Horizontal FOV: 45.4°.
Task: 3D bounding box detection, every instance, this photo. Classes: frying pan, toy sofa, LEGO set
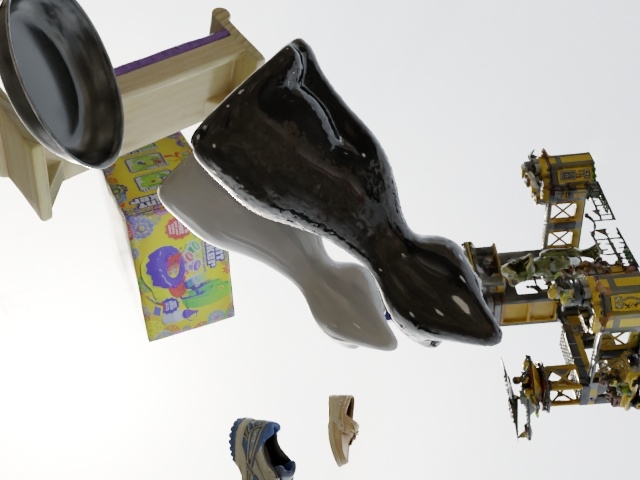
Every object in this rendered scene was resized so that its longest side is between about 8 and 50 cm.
[{"bbox_3d":[-0.270,-0.225,0.757,0.053,0.197,0.326,-15,-93,12],"label":"frying pan"},{"bbox_3d":[-0.270,-0.196,1.040,0.363,0.150,0.177,-29,-113,-30],"label":"toy sofa"},{"bbox_3d":[0.249,0.054,0.923,0.192,0.255,0.331,-5,-132,3],"label":"LEGO set"}]

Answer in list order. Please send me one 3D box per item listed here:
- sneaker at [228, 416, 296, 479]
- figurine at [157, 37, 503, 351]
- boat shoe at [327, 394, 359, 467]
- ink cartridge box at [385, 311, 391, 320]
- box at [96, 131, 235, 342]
[{"bbox_3d":[-0.053,0.245,0.773,0.058,0.052,0.135,-13,-92,25],"label":"sneaker"},{"bbox_3d":[0.000,0.000,0.520,0.092,0.209,0.215,-47,-172,-21],"label":"figurine"},{"bbox_3d":[0.049,0.375,1.539,0.059,0.063,0.170,-14,-141,9],"label":"boat shoe"},{"bbox_3d":[0.108,0.058,1.008,0.046,0.207,0.097,-12,-100,18],"label":"ink cartridge box"},{"bbox_3d":[-0.298,-0.020,1.460,0.177,0.289,0.279,-16,-141,-20],"label":"box"}]
